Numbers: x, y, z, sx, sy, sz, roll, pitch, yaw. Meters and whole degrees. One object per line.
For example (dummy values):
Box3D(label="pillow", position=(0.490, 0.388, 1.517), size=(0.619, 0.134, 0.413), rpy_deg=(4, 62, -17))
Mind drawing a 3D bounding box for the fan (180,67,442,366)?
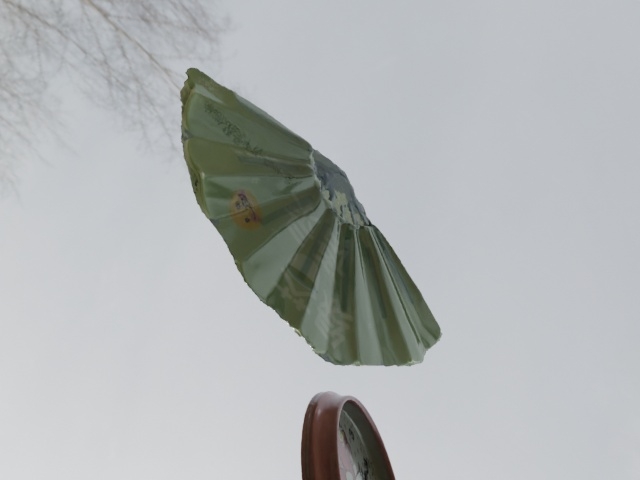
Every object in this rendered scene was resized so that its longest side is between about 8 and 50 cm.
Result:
Box3D(label="fan", position=(0.000, 0.000, 0.438), size=(0.009, 0.240, 0.131), rpy_deg=(-23, -149, 39))

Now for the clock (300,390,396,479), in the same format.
Box3D(label="clock", position=(0.033, 0.276, 0.782), size=(0.056, 0.244, 0.244), rpy_deg=(-19, -133, 14))
